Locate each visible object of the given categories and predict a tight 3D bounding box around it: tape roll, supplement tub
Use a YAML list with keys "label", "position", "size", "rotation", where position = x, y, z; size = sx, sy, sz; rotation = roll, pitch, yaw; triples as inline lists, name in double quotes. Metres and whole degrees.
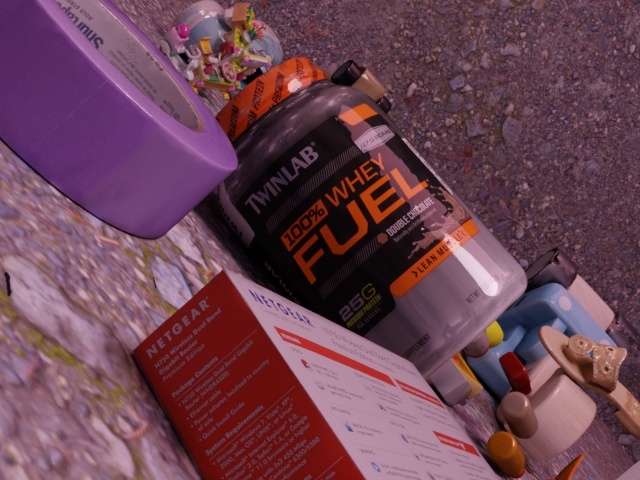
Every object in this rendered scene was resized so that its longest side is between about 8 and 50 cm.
- label: "tape roll"
  position: [-0.193, -0.132, 0.810]
  size: [0.275, 0.090, 0.275]
  rotation: [48, 8, -9]
- label: "supplement tub"
  position: [0.036, -0.016, 1.034]
  size: [0.338, 0.207, 0.207]
  rotation: [49, 9, 8]

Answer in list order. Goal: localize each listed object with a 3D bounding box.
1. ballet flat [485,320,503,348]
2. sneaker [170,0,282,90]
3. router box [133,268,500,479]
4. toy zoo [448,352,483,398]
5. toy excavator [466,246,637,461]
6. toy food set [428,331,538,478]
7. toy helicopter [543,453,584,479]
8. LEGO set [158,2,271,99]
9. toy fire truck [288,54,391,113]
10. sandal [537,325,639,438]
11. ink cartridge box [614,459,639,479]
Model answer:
- label: "ballet flat"
  position: [0.202, 0.114, 1.566]
  size: [0.231, 0.077, 0.077]
  rotation: [43, 31, -16]
- label: "sneaker"
  position: [-0.147, -0.324, 1.814]
  size: [0.150, 0.135, 0.366]
  rotation: [58, 19, 10]
- label: "router box"
  position: [0.062, 0.191, 0.662]
  size: [0.301, 0.082, 0.335]
  rotation: [53, 10, 30]
- label: "toy zoo"
  position: [0.156, 0.135, 1.546]
  size: [0.192, 0.030, 0.293]
  rotation: [43, 10, -33]
- label: "toy excavator"
  position: [0.377, 0.225, 1.711]
  size: [0.222, 0.445, 0.433]
  rotation: [46, -33, -5]
- label: "toy food set"
  position: [0.228, 0.206, 1.351]
  size: [0.232, 0.111, 0.104]
  rotation: [54, -2, 38]
- label: "toy helicopter"
  position: [0.296, 0.332, 1.040]
  size: [0.235, 0.140, 0.355]
  rotation: [51, 11, 32]
- label: "LEGO set"
  position: [-0.130, -0.308, 1.550]
  size: [0.132, 0.107, 0.287]
  rotation: [61, 30, -11]
- label: "toy fire truck"
  position: [-0.011, -0.262, 1.915]
  size: [0.158, 0.217, 0.246]
  rotation: [45, -1, -20]
- label: "sandal"
  position: [0.440, 0.194, 1.489]
  size: [0.240, 0.079, 0.088]
  rotation: [45, 30, -9]
- label: "ink cartridge box"
  position: [0.475, 0.420, 1.218]
  size: [0.131, 0.226, 0.306]
  rotation: [44, 8, -32]
